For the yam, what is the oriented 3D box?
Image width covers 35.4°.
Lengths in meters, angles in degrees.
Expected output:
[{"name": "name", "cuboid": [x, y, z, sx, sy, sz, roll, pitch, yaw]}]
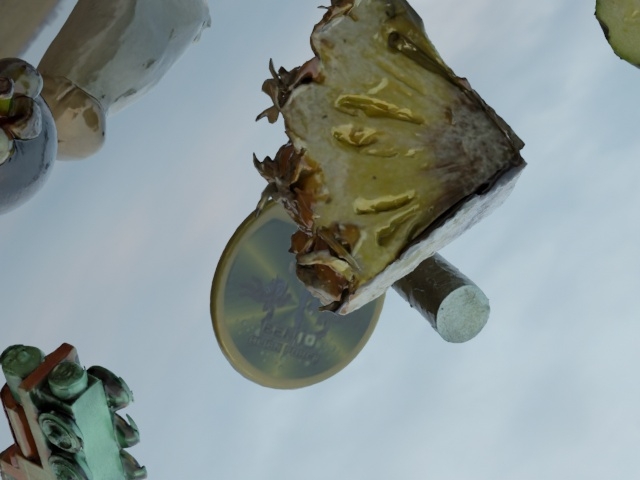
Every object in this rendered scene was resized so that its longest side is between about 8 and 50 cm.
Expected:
[{"name": "yam", "cuboid": [0.161, 0.062, 1.524, 0.093, 0.093, 0.259, -51, -151, 4]}]

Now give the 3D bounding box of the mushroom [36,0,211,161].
[{"name": "mushroom", "cuboid": [-0.261, -0.253, 1.299, 0.137, 0.154, 0.408, -6, -136, 29]}]

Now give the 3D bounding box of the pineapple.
[{"name": "pineapple", "cuboid": [0.046, -0.058, 0.699, 0.114, 0.186, 0.237, 109, -17, -74]}]

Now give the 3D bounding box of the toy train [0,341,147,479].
[{"name": "toy train", "cuboid": [-0.204, 0.150, 0.784, 0.074, 0.118, 0.176, -49, 148, -40]}]

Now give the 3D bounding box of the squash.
[{"name": "squash", "cuboid": [0.546, -0.374, 1.550, 0.133, 0.220, 0.220, -34, -170, -27]}]

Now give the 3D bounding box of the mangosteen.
[{"name": "mangosteen", "cuboid": [-0.286, -0.095, 0.859, 0.151, 0.137, 0.137, -41, -159, 50]}]

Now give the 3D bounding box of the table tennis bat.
[{"name": "table tennis bat", "cuboid": [0.000, 0.000, 1.030, 0.050, 0.198, 0.321, 19, -93, 59]}]
